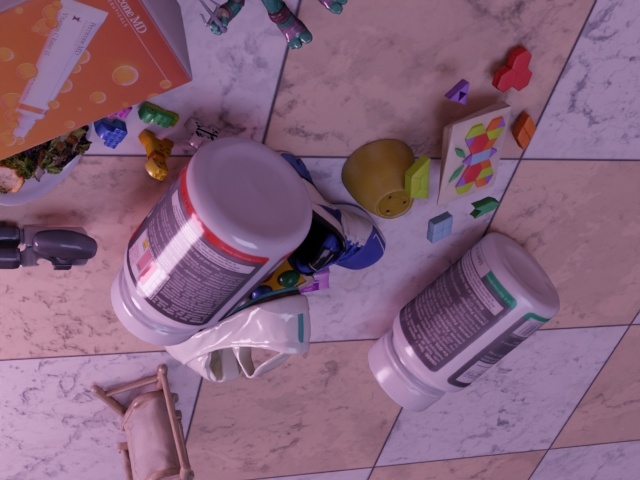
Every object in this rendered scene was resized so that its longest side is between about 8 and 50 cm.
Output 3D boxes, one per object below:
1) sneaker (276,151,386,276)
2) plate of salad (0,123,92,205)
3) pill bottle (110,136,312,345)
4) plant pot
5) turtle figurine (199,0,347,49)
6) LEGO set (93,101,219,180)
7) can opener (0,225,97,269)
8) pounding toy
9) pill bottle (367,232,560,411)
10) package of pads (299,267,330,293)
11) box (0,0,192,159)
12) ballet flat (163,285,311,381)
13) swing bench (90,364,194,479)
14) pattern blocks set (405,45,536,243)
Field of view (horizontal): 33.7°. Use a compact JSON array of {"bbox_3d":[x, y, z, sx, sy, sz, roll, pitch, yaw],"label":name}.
[{"bbox_3d":[-0.001,-0.001,1.816,0.127,0.182,0.315,-35,137,18],"label":"sneaker"},{"bbox_3d":[-0.410,-0.129,1.559,0.200,0.048,0.199,-42,155,-24],"label":"plate of salad"},{"bbox_3d":[-0.188,0.015,1.688,0.210,0.210,0.363,12,143,-31],"label":"pill bottle"},{"bbox_3d":[0.113,-0.094,1.827,0.134,0.095,0.134,-11,137,-10],"label":"plant pot"},{"bbox_3d":[-0.070,-0.354,1.461,0.175,0.118,0.234,-25,156,27],"label":"turtle figurine"},{"bbox_3d":[-0.260,-0.153,1.617,0.227,0.093,0.087,20,125,-37],"label":"LEGO set"},{"bbox_3d":[-0.504,0.002,1.699,0.281,0.074,0.093,-1,152,-18],"label":"can opener"},{"bbox_3d":[-0.145,0.053,1.882,0.206,0.094,0.181,-29,138,10],"label":"pounding toy"},{"bbox_3d":[0.275,0.169,2.090,0.204,0.204,0.361,25,122,-39],"label":"pill bottle"},{"bbox_3d":[-0.024,0.074,2.000,0.083,0.032,0.050,-10,136,-11],"label":"package of pads"},{"bbox_3d":[-0.372,-0.265,1.372,0.346,0.168,0.215,-21,141,8],"label":"box"},{"bbox_3d":[-0.155,0.186,1.868,0.139,0.139,0.400,17,155,-35],"label":"ballet flat"},{"bbox_3d":[-0.335,0.432,2.093,0.165,0.253,0.254,-15,139,-6],"label":"swing bench"},{"bbox_3d":[0.262,-0.148,1.806,0.285,0.026,0.324,-32,140,-19],"label":"pattern blocks set"}]
